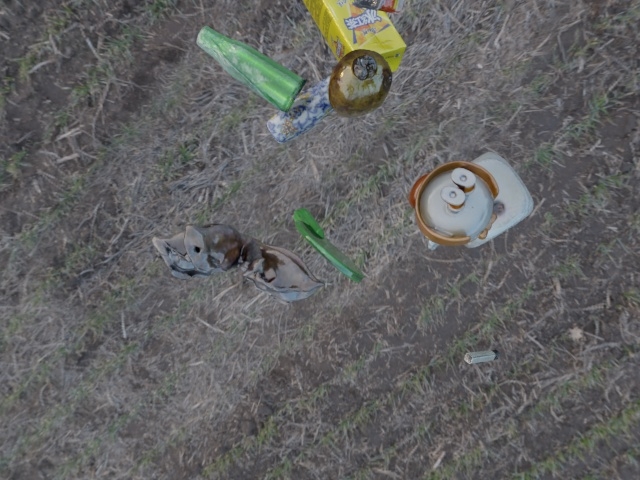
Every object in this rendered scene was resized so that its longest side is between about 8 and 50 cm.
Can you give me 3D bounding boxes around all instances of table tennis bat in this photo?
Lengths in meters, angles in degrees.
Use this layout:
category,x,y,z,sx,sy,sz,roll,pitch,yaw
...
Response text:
category,x,y,z,sx,sy,sz,roll,pitch,yaw
table tennis bat,0.000,0.000,0.872,0.039,0.257,0.160,-48,124,7

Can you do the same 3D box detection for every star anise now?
category,x,y,z,sx,sy,sz,roll,pitch,yaw
star anise,-0.148,0.035,0.756,0.258,0.198,0.110,17,86,-28

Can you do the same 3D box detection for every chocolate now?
category,x,y,z,sx,sy,sz,roll,pitch,yaw
chocolate,-0.186,-0.453,1.166,0.291,0.110,0.110,32,105,-7

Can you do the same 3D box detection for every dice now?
category,x,y,z,sx,sy,sz,roll,pitch,yaw
dice,0.415,-0.103,1.165,0.194,0.193,0.191,-33,83,7

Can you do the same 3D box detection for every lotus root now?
category,x,y,z,sx,sy,sz,roll,pitch,yaw
lotus root,0.088,-0.358,1.024,0.145,0.260,0.128,-26,89,0

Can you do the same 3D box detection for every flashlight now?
category,x,y,z,sx,sy,sz,roll,pitch,yaw
flashlight,0.323,0.231,0.890,0.083,0.018,0.018,3,114,-31

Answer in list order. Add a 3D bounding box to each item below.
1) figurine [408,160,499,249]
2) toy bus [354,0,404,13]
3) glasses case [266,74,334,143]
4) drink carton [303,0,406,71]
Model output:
category,x,y,z,sx,sy,sz,roll,pitch,yaw
figurine,0.234,-0.045,0.771,0.144,0.271,0.143,-10,65,22
toy bus,0.122,-0.482,0.761,0.077,0.079,0.174,-2,120,-34
glasses case,-0.036,-0.369,1.263,0.248,0.065,0.086,-35,86,3
drink carton,0.083,-0.621,1.258,0.155,0.111,0.351,-23,76,-13
